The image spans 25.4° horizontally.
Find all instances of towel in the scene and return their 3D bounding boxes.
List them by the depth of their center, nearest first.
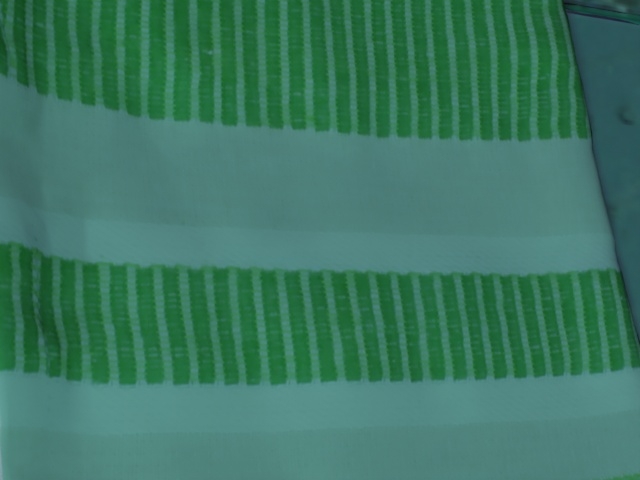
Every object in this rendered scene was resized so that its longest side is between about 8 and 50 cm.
[{"bbox_3d":[0.000,0.000,0.429,0.247,0.038,0.325,1,69,-30],"label":"towel"}]
